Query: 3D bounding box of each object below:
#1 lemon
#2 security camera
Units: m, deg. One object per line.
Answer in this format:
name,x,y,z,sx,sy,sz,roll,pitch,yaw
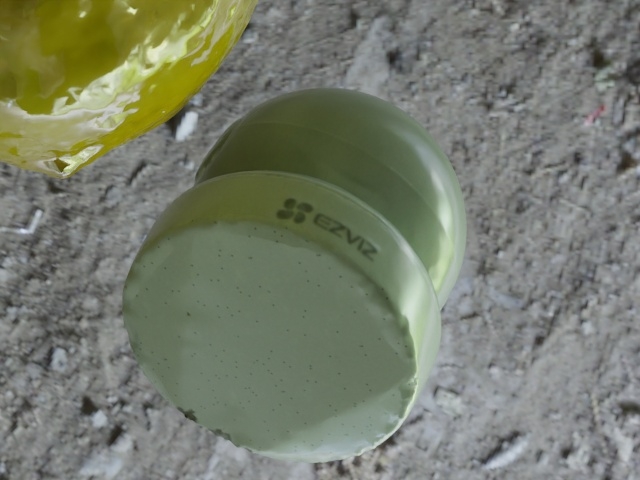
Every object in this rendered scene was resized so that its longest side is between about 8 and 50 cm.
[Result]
lemon,-0.140,-0.151,0.527,0.233,0.288,0.234,-2,101,-12
security camera,0.000,0.000,0.714,0.195,0.194,0.236,60,32,-25
